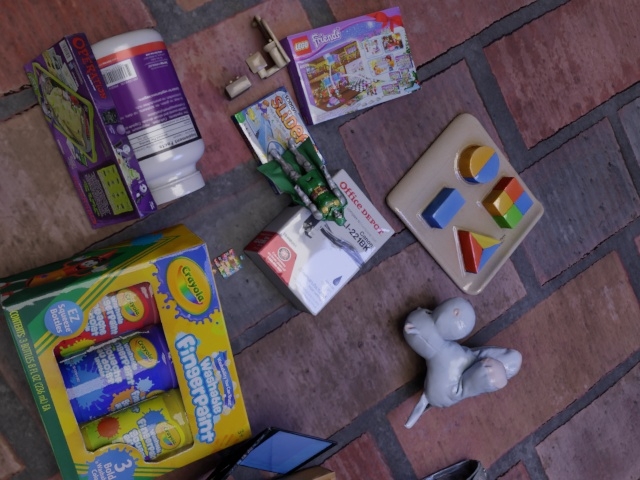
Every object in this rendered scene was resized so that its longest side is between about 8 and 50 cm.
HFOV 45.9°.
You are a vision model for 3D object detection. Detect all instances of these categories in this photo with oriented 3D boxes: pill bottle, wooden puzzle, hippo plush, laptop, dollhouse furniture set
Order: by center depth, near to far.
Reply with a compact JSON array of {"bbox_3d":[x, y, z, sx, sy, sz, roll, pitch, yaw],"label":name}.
[{"bbox_3d":[-0.345,-0.238,1.492,0.181,0.181,0.323,-25,102,-20],"label":"pill bottle"},{"bbox_3d":[-0.134,0.493,1.567,0.136,0.234,0.264,46,45,3],"label":"laptop"},{"bbox_3d":[-0.161,-0.390,1.598,0.151,0.144,0.123,-33,100,-3],"label":"dollhouse furniture set"},{"bbox_3d":[-0.203,0.052,1.659,0.083,0.006,0.049,-33,104,-18],"label":"wooden puzzle"},{"bbox_3d":[0.306,0.258,1.809,0.294,0.234,0.236,-29,85,23],"label":"hippo plush"},{"bbox_3d":[0.375,-0.087,1.856,0.348,0.080,0.322,46,76,-18],"label":"wooden puzzle"}]

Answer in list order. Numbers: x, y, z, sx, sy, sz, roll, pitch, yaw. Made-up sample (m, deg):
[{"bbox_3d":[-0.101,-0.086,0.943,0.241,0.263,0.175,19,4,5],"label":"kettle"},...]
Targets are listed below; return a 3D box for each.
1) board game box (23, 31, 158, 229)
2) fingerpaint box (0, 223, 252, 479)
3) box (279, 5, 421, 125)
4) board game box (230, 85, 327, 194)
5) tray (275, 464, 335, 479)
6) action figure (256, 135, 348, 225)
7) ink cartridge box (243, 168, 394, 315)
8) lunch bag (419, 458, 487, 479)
[{"bbox_3d":[-0.440,-0.197,1.439,0.056,0.208,0.347,-31,106,-43],"label":"board game box"},{"bbox_3d":[-0.366,0.239,1.465,0.371,0.163,0.444,-18,113,-22],"label":"fingerpaint box"},{"bbox_3d":[0.072,-0.399,1.727,0.293,0.057,0.201,-21,101,-21],"label":"box"},{"bbox_3d":[-0.090,-0.222,1.678,0.136,0.035,0.201,-35,105,-17],"label":"board game box"},{"bbox_3d":[-0.140,0.644,1.621,0.411,0.076,0.202,-7,96,-38],"label":"tray"},{"bbox_3d":[-0.017,-0.117,1.596,0.137,0.063,0.232,-36,66,-8],"label":"action figure"},{"bbox_3d":[0.000,0.000,1.684,0.273,0.114,0.197,-46,107,-15],"label":"ink cartridge box"},{"bbox_3d":[0.321,0.692,1.827,0.287,0.169,0.235,-20,97,-29],"label":"lunch bag"}]
